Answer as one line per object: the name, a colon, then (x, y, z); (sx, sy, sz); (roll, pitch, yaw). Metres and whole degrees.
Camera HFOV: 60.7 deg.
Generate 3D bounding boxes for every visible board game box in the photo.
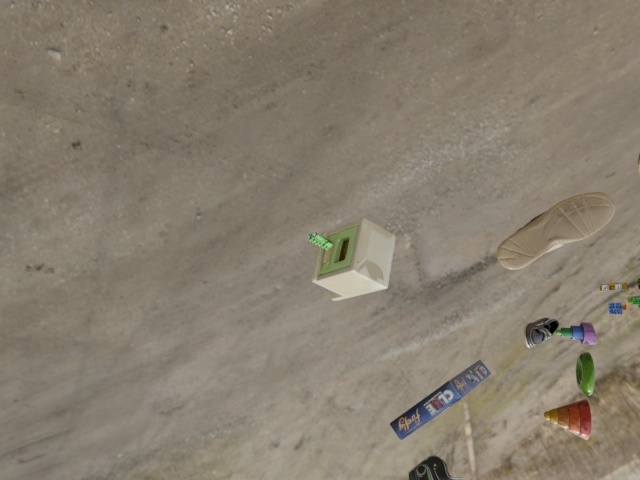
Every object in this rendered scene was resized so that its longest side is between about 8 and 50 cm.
board game box: (0.266, 0.340, 1.186); (0.165, 0.042, 0.243); (-45, 159, 23)

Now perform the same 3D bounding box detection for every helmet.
helmet: (0.399, 0.825, 1.861); (0.169, 0.161, 0.169); (-27, 151, -16)

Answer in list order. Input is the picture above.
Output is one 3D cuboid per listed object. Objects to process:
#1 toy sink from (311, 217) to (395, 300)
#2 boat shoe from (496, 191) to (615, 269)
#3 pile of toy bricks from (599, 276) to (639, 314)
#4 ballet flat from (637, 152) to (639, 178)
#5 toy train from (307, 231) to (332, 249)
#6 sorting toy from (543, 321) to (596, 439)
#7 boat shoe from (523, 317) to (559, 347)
toy sink: (0.068, 0.055, 1.469); (0.131, 0.153, 0.234); (27, 152, -28)
boat shoe: (0.544, -0.025, 1.292); (0.285, 0.103, 0.092); (-32, 178, 8)
pile of toy bricks: (0.852, 0.152, 1.423); (0.212, 0.118, 0.105); (-7, 177, 33)
ballet flat: (0.661, -0.113, 0.953); (0.348, 0.123, 0.123); (3, 135, -16)
toy train: (0.000, 0.000, 1.226); (0.023, 0.017, 0.083); (-40, 146, 14)
sorting toy: (0.751, 0.422, 1.659); (0.126, 0.127, 0.366); (1, 101, 13)
boat shoe: (0.754, 0.307, 1.864); (0.065, 0.075, 0.206); (-19, 177, 42)
